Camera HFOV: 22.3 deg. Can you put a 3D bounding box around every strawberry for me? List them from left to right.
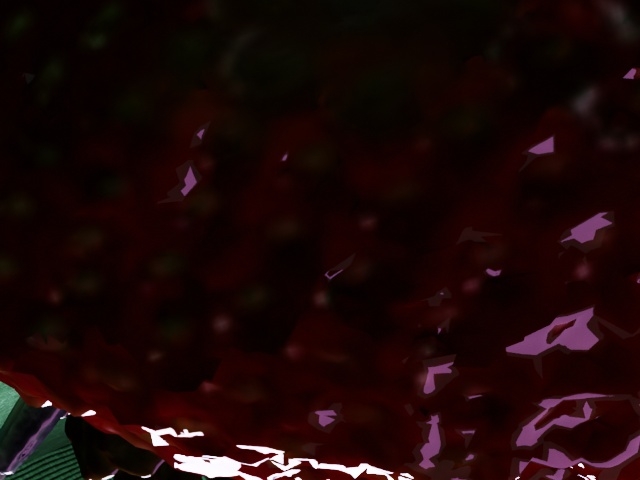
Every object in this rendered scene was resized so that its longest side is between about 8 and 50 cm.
[{"bbox_3d":[0.030,-0.037,0.415,0.288,0.238,0.250,-16,167,-19],"label":"strawberry"}]

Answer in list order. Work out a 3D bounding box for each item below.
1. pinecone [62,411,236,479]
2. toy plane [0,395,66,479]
[{"bbox_3d":[-0.056,0.024,0.786,0.203,0.201,0.229,-17,-163,0],"label":"pinecone"},{"bbox_3d":[-0.049,-0.001,0.624,0.192,0.088,0.262,30,92,-41],"label":"toy plane"}]
